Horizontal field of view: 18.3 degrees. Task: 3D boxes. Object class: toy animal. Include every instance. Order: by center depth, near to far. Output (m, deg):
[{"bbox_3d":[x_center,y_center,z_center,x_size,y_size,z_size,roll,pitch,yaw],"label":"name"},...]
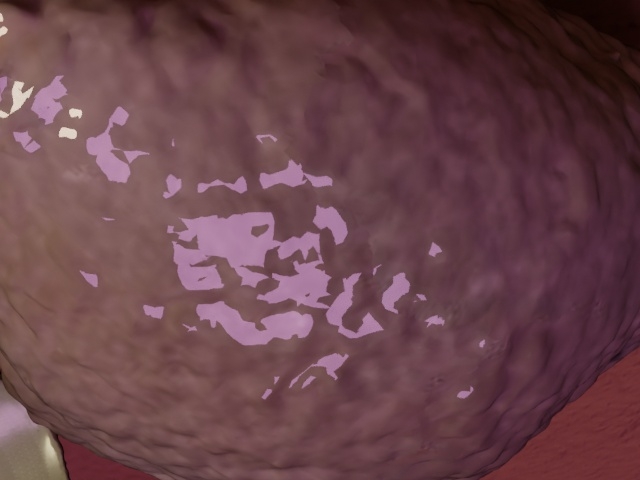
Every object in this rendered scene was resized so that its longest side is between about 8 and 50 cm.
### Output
[{"bbox_3d":[-0.005,-0.001,0.699,0.358,0.188,0.226,20,124,-42],"label":"toy animal"}]

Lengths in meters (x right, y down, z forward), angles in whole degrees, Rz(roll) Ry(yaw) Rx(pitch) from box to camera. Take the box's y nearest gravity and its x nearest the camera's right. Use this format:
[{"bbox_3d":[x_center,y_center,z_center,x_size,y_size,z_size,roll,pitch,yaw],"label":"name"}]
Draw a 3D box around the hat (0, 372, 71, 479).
[{"bbox_3d":[-0.199,0.114,0.884,0.166,0.081,0.122,-33,106,-5],"label":"hat"}]
